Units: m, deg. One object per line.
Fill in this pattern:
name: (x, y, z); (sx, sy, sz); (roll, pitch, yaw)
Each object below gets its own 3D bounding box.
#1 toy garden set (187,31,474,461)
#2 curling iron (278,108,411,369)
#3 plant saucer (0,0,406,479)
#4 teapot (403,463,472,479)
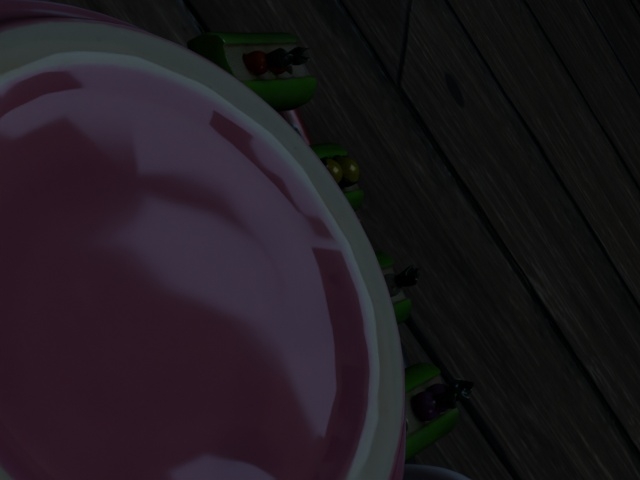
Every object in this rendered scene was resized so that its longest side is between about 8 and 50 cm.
toy garden set: (0.000, 0.000, 1.016); (0.244, 0.049, 0.204); (67, 21, 3)
curling iron: (0.011, -0.019, 1.354); (0.274, 0.035, 0.068); (66, 20, 4)
plant saucer: (-0.087, 0.039, 0.799); (0.332, 0.084, 0.332); (21, 54, -32)
teapot: (0.044, 0.265, 0.887); (0.256, 0.187, 0.252); (60, 20, -9)
